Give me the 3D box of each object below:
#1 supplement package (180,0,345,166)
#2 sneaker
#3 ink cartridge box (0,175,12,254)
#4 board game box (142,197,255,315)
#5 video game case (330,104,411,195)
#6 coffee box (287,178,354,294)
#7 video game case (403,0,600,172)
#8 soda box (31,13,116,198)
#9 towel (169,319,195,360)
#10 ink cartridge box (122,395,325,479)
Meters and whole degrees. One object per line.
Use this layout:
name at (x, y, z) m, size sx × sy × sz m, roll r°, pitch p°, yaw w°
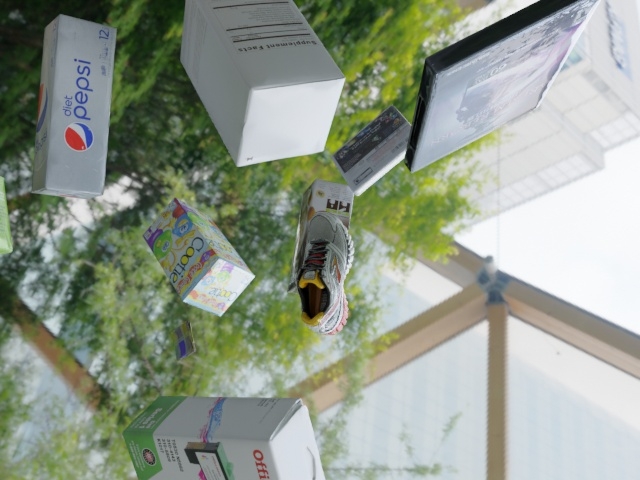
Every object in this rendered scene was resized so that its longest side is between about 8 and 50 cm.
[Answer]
supplement package at (-0.111, -0.302, 1.318) m, size 0.292 × 0.175 × 0.177 m, roll 61°, pitch -30°, yaw 30°
sneaker at (0.006, 0.055, 1.348) m, size 0.088 × 0.093 × 0.225 m, roll -8°, pitch -105°, yaw 27°
ink cartridge box at (-0.502, -0.018, 0.811) m, size 0.256 × 0.189 × 0.096 m, roll -10°, pitch -98°, yaw 3°
board game box at (-0.315, 0.039, 1.920) m, size 0.142 × 0.144 × 0.275 m, roll -49°, pitch -131°, yaw 8°
video game case at (0.124, -0.206, 1.694) m, size 0.190 × 0.022 × 0.173 m, roll -40°, pitch -142°, yaw 10°
coffee box at (0.000, 0.000, 1.727) m, size 0.141 × 0.098 × 0.246 m, roll 136°, pitch -36°, yaw -72°
video game case at (0.194, -0.175, 0.852) m, size 0.196 × 0.274 × 0.026 m, roll -28°, pitch -105°, yaw -6°
soda box at (-0.408, -0.216, 1.239) m, size 0.091 × 0.098 × 0.286 m, roll -3°, pitch -97°, yaw 55°
towel at (-0.254, 0.185, 1.385) m, size 0.083 × 0.010 × 0.060 m, roll -34°, pitch -113°, yaw 49°
ink cartridge box at (-0.148, 0.363, 1.197) m, size 0.278 × 0.201 × 0.117 m, roll -5°, pitch -162°, yaw 26°
